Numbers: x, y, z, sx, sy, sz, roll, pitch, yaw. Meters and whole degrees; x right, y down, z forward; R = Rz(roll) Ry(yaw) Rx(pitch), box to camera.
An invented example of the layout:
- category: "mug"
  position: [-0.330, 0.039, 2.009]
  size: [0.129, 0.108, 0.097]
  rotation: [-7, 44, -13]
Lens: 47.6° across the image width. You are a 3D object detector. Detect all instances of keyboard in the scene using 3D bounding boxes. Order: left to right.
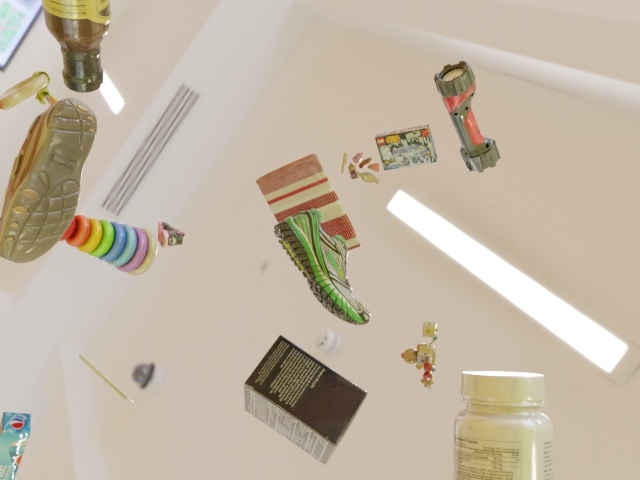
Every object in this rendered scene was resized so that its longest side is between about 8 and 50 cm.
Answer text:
- category: "keyboard"
  position: [-0.698, 0.455, 2.375]
  size: [0.256, 0.072, 0.014]
  rotation: [33, -105, 26]

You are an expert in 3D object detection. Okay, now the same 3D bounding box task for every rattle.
- category: "rattle"
  position: [-0.709, -0.307, 1.730]
  size: [0.130, 0.143, 0.200]
  rotation: [3, -140, 18]

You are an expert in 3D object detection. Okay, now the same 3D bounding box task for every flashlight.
- category: "flashlight"
  position: [0.398, -0.322, 1.917]
  size: [0.103, 0.304, 0.103]
  rotation: [-47, -145, -19]

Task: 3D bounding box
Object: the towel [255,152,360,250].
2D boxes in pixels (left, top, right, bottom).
- category: "towel"
  position: [-0.036, -0.093, 2.296]
  size: [0.237, 0.329, 0.037]
  rotation: [-19, -164, 32]

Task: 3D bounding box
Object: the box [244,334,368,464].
- category: "box"
  position: [-0.047, 0.454, 2.042]
  size: [0.183, 0.294, 0.296]
  rotation: [-52, 169, -24]

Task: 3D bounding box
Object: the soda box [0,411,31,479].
- category: "soda box"
  position: [-0.820, 0.546, 1.905]
  size: [0.210, 0.071, 0.067]
  rotation: [-61, -148, 29]

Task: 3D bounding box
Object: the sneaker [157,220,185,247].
- category: "sneaker"
  position: [-0.332, -0.013, 1.613]
  size: [0.119, 0.057, 0.047]
  rotation: [-136, -134, -63]

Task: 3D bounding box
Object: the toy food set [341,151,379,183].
- category: "toy food set"
  position: [0.117, -0.202, 1.996]
  size: [0.019, 0.122, 0.078]
  rotation: [10, -89, 63]

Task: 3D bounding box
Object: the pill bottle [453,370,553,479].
- category: "pill bottle"
  position: [0.298, 0.360, 1.184]
  size: [0.160, 0.160, 0.283]
  rotation: [-7, -102, 52]

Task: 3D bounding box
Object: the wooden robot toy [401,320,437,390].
- category: "wooden robot toy"
  position: [0.217, 0.261, 1.621]
  size: [0.079, 0.173, 0.076]
  rotation: [6, -149, 15]

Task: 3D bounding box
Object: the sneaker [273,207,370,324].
- category: "sneaker"
  position: [0.031, 0.068, 1.865]
  size: [0.146, 0.344, 0.134]
  rotation: [-33, -179, -14]

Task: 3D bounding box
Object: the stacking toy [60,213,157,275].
- category: "stacking toy"
  position: [-0.605, -0.007, 1.964]
  size: [0.141, 0.330, 0.141]
  rotation: [-12, -112, 32]

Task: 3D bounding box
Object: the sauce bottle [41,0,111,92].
- category: "sauce bottle"
  position: [-0.396, -0.399, 1.170]
  size: [0.344, 0.111, 0.111]
  rotation: [104, -11, -48]

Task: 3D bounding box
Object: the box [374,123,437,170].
- category: "box"
  position: [0.212, -0.229, 1.790]
  size: [0.137, 0.094, 0.027]
  rotation: [-8, -152, 23]

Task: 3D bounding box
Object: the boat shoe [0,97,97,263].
- category: "boat shoe"
  position: [-0.522, -0.111, 1.361]
  size: [0.116, 0.123, 0.324]
  rotation: [6, -109, 42]
